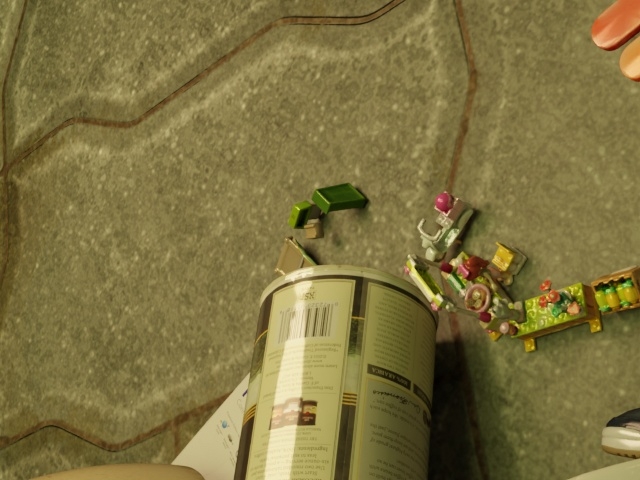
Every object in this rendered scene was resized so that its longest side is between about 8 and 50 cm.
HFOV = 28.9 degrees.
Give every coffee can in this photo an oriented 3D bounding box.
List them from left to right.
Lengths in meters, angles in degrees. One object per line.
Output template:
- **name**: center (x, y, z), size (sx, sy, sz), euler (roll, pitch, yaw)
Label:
- **coffee can**: center (0.018, 0.193, 1.295), size (0.201, 0.201, 0.275), euler (-25, 44, 39)

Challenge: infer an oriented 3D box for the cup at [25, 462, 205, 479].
- **cup**: center (-0.289, 0.392, 1.388), size (0.331, 0.237, 0.331), euler (-40, 40, 45)

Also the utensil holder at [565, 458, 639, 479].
- **utensil holder**: center (0.299, 0.381, 0.912), size (0.327, 0.327, 0.385), euler (-33, 53, 35)

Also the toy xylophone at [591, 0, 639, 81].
- **toy xylophone**: center (0.404, -0.192, 1.153), size (0.236, 0.081, 0.322), euler (-46, 50, 26)

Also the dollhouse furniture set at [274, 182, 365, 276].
- **dollhouse furniture set**: center (0.000, 0.000, 1.553), size (0.076, 0.058, 0.151), euler (45, 130, 36)

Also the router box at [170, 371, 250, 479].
- **router box**: center (-0.078, 0.377, 1.470), size (0.301, 0.082, 0.335), euler (-51, 47, 22)

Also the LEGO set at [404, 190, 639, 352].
- **LEGO set**: center (0.189, 0.043, 1.281), size (0.287, 0.107, 0.132), euler (26, 96, 47)

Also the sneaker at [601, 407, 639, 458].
- **sneaker**: center (0.374, 0.112, 1.072), size (0.282, 0.099, 0.153), euler (-11, 74, 36)
